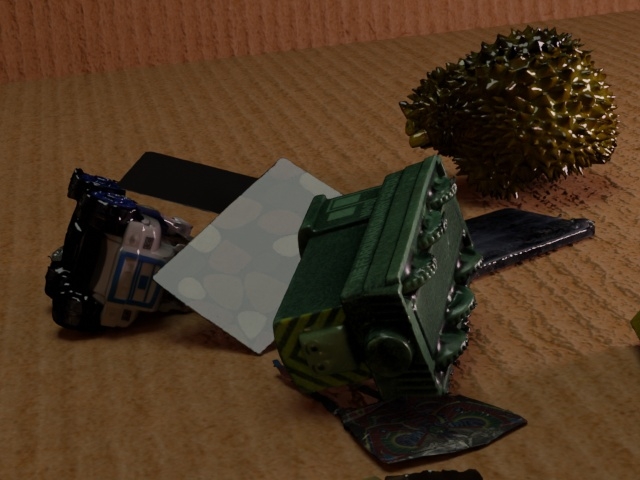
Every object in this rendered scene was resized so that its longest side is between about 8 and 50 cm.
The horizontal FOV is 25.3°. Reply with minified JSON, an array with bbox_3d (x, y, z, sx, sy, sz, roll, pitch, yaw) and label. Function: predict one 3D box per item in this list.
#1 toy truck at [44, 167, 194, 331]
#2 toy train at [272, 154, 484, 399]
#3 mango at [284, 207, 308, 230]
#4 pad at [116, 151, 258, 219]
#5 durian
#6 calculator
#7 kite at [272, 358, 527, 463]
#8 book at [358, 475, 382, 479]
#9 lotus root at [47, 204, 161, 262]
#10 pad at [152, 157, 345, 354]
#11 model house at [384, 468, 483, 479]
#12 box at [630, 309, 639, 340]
[{"bbox_3d":[-0.218,0.021,1.661,0.177,0.161,0.213,14,11,-20],"label":"toy truck"},{"bbox_3d":[0.058,0.042,1.409,0.178,0.138,0.330,-14,23,19],"label":"toy train"},{"bbox_3d":[0.000,0.000,1.672,0.251,0.114,0.156,1,4,20],"label":"mango"},{"bbox_3d":[-0.147,-0.065,1.661,0.157,0.003,0.112,15,28,8],"label":"pad"},{"bbox_3d":[0.272,-0.180,2.008,0.293,0.258,0.258,-7,13,35],"label":"durian"},{"bbox_3d":[0.201,0.003,1.769,0.262,0.021,0.161,-17,19,-35],"label":"calculator"},{"bbox_3d":[0.057,0.147,1.341,0.152,0.015,0.285,-11,20,-28],"label":"kite"},{"bbox_3d":[-0.004,0.233,1.070,0.192,0.013,0.168,-12,17,-24],"label":"book"},{"bbox_3d":[-0.263,0.003,1.798,0.165,0.088,0.088,-17,19,-13],"label":"lotus root"},{"bbox_3d":[-0.054,0.011,1.574,0.158,0.003,0.235,33,57,20],"label":"pad"},{"bbox_3d":[0.057,0.227,0.863,0.181,0.176,0.248,-15,3,-29],"label":"model house"},{"bbox_3d":[0.363,0.072,1.279,0.041,0.153,0.279,37,14,-9],"label":"box"}]
